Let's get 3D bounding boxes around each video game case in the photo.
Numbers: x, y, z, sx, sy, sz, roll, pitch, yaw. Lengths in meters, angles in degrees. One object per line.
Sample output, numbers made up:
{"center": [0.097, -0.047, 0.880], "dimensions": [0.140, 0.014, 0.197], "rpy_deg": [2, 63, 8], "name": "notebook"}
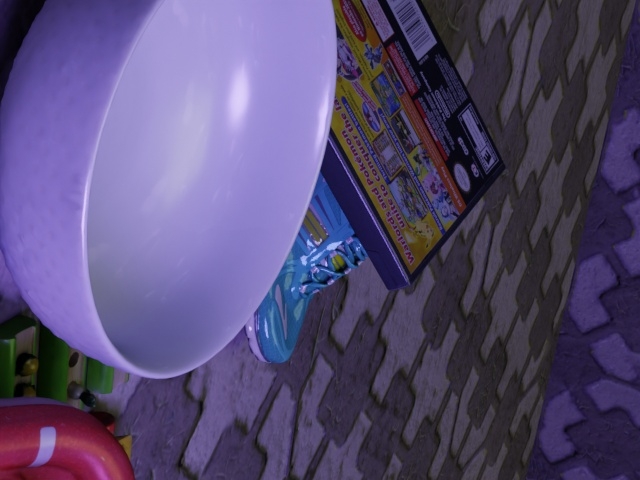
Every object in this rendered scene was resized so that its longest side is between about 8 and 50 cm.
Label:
{"center": [0.069, -0.128, 1.317], "dimensions": [0.275, 0.035, 0.248], "rpy_deg": [60, 41, -16], "name": "video game case"}

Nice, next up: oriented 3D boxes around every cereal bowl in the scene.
{"center": [-0.124, -0.078, 0.954], "dimensions": [0.339, 0.141, 0.339], "rpy_deg": [-50, 150, -43], "name": "cereal bowl"}

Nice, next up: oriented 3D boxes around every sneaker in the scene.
{"center": [0.000, 0.000, 1.348], "dimensions": [0.275, 0.110, 0.107], "rpy_deg": [-68, 158, -7], "name": "sneaker"}

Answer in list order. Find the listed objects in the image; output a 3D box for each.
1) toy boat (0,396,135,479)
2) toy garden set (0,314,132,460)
{"center": [-0.216, 0.196, 0.871], "dimensions": [0.231, 0.151, 0.151], "rpy_deg": [0, 118, -48], "name": "toy boat"}
{"center": [-0.215, 0.151, 1.043], "dimensions": [0.244, 0.049, 0.203], "rpy_deg": [-33, 137, -57], "name": "toy garden set"}
